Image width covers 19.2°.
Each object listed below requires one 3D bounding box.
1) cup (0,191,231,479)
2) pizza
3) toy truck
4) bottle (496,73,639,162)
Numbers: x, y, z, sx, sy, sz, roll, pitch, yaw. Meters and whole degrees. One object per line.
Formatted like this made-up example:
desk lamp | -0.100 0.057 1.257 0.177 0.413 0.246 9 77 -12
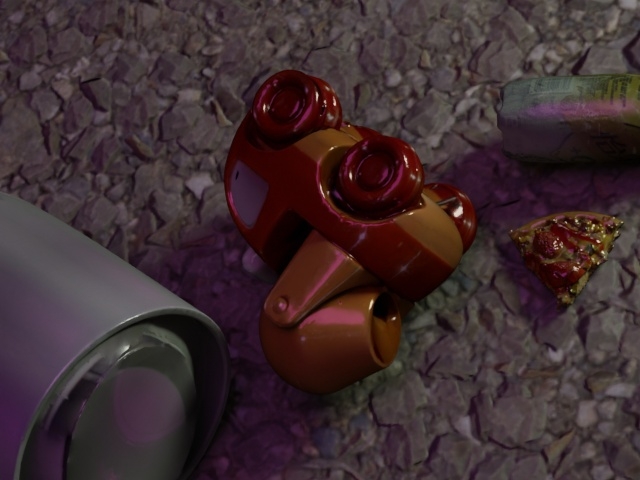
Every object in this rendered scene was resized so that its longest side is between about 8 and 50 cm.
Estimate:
cup | -0.282 0.098 1.787 0.371 0.253 0.253 34 80 34
pizza | 0.235 0.002 1.755 0.099 0.029 0.100 -33 57 3
toy truck | 0.000 0.000 1.765 0.265 0.189 0.239 40 92 33
bottle | 0.301 -0.114 1.758 0.269 0.083 0.083 0 65 18
